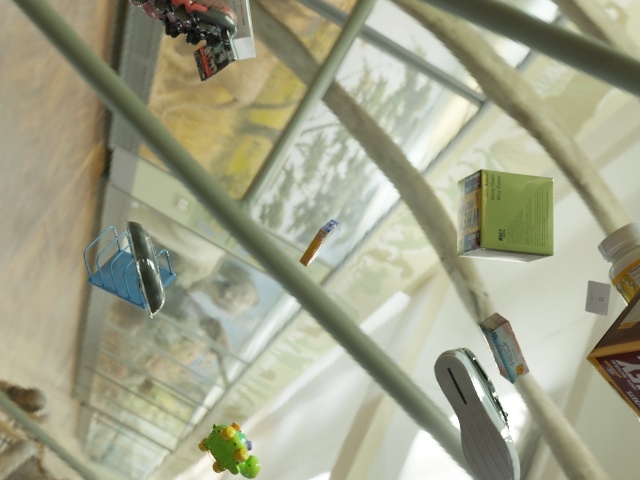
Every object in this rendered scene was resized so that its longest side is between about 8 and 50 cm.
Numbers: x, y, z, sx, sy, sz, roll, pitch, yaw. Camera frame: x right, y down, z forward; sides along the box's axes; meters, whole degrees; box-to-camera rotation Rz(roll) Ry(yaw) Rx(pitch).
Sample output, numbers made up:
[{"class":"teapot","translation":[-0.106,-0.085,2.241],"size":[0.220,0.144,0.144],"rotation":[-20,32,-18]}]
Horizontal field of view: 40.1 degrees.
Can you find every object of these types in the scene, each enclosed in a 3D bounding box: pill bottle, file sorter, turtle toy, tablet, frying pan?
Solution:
[{"class":"pill bottle","translation":[0.572,0.075,1.509],"size":[0.117,0.208,0.117],"rotation":[-24,156,-11]},{"class":"file sorter","translation":[-0.444,0.057,2.025],"size":[0.118,0.170,0.104],"rotation":[-51,152,-36]},{"class":"turtle toy","translation":[-0.165,0.401,1.669],"size":[0.095,0.130,0.066],"rotation":[-33,180,36]},{"class":"tablet","translation":[0.663,0.138,2.095],"size":[0.006,0.054,0.083],"rotation":[-34,129,-53]},{"class":"frying pan","translation":[-0.339,0.087,1.740],"size":[0.326,0.053,0.197],"rotation":[90,-18,-56]}]

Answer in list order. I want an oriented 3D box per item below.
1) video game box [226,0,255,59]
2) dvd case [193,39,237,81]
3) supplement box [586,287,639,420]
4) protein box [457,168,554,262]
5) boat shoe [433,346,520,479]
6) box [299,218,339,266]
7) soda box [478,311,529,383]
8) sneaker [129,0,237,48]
[{"class":"video game box","translation":[-0.175,-0.501,1.879],"size":[0.205,0.048,0.187],"rotation":[-160,-121,-88]},{"class":"dvd case","translation":[-0.263,-0.460,2.187],"size":[0.119,0.087,0.013],"rotation":[-28,161,32]},{"class":"supplement box","translation":[0.525,0.140,1.241],"size":[0.194,0.129,0.191],"rotation":[-44,-175,-26]},{"class":"protein box","translation":[0.461,-0.058,2.194],"size":[0.136,0.201,0.200],"rotation":[150,-56,-71]},{"class":"boat shoe","translation":[0.366,0.387,1.934],"size":[0.121,0.335,0.119],"rotation":[-23,177,39]},{"class":"box","translation":[0.000,0.000,2.287],"size":[0.136,0.028,0.081],"rotation":[-59,171,30]},{"class":"soda box","translation":[0.467,0.274,2.226],"size":[0.063,0.183,0.058],"rotation":[-33,-151,-11]},{"class":"sneaker","translation":[-0.218,-0.365,1.184],"size":[0.135,0.276,0.097],"rotation":[-58,170,-12]}]
